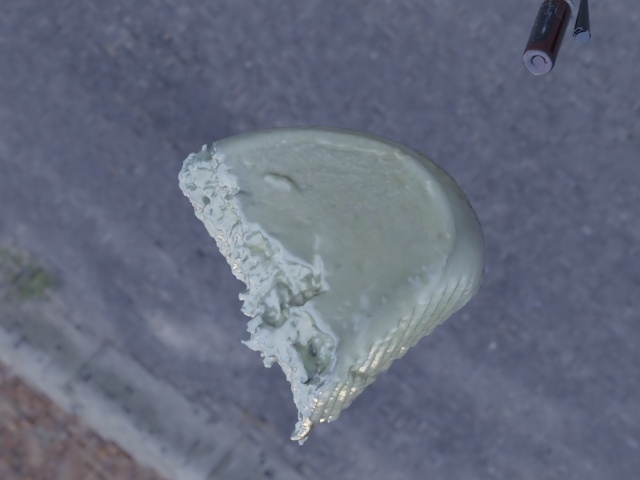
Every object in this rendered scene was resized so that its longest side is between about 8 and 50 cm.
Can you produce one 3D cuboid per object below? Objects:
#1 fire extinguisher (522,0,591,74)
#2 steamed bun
[{"bbox_3d":[0.180,-0.162,1.309,0.032,0.100,0.046,40,134,-14],"label":"fire extinguisher"},{"bbox_3d":[0.000,0.000,1.654,0.272,0.273,0.290,50,174,6],"label":"steamed bun"}]
